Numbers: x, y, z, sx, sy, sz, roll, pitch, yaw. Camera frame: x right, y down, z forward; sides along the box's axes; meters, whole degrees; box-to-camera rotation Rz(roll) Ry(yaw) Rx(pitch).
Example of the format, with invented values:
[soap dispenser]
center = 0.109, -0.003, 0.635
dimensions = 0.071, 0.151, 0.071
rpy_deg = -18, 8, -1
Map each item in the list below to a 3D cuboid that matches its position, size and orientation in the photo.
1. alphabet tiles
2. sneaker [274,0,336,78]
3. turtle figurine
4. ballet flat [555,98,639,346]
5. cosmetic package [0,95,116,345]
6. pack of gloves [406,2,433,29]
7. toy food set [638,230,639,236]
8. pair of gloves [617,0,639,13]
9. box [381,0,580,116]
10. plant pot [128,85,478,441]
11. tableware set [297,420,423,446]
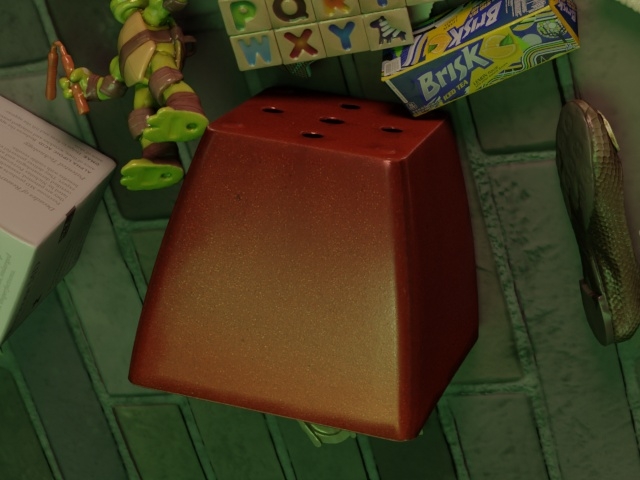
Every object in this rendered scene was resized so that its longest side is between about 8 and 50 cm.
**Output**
[alphabet tiles]
center = 0.023, -0.237, 1.339
dimensions = 0.237, 0.009, 0.198
rpy_deg = -8, 133, 9
[sneaker]
center = 0.002, -0.204, 1.431
dimensions = 0.076, 0.065, 0.166
rpy_deg = 27, 140, -24
[turtle figurine]
center = -0.165, -0.155, 1.478
dimensions = 0.087, 0.217, 0.269
rpy_deg = 15, 137, -38
[ballet flat]
center = 0.261, -0.017, 1.452
dimensions = 0.058, 0.084, 0.250
rpy_deg = -17, 116, -7
[cosmetic package]
center = -0.326, -0.021, 1.602
dimensions = 0.151, 0.184, 0.151
rpy_deg = 30, 126, 3
[pack of gloves]
center = 0.017, -0.308, 1.396
dimensions = 0.232, 0.046, 0.195
rpy_deg = 26, 137, 9
[toy food set]
center = 0.383, 0.145, 1.398
dimensions = 0.092, 0.220, 0.306
rpy_deg = -28, 112, -10
[pair of gloves]
center = 0.243, -0.306, 1.280
dimensions = 0.240, 0.042, 0.204
rpy_deg = 35, 121, -8
[box]
center = 0.138, -0.172, 1.396
dimensions = 0.168, 0.054, 0.059
rpy_deg = -21, 135, 28
[plant pot]
center = 0.000, 0.000, 1.458
dimensions = 0.267, 0.267, 0.236
rpy_deg = 10, 110, 16
[tableware set]
center = 0.029, 0.152, 1.667
dimensions = 0.168, 0.020, 0.141
rpy_deg = -11, 115, 27
